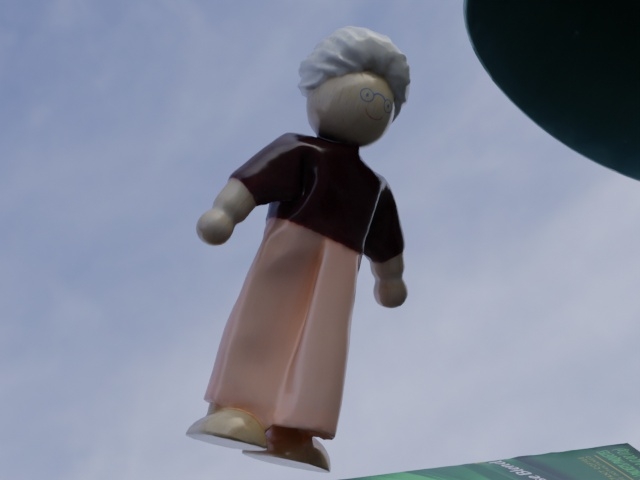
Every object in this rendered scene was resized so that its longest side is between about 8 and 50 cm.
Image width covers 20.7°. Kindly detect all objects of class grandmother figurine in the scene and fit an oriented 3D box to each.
[{"bbox_3d":[0.000,0.000,1.347,0.208,0.104,0.342,28,-109,-49],"label":"grandmother figurine"}]

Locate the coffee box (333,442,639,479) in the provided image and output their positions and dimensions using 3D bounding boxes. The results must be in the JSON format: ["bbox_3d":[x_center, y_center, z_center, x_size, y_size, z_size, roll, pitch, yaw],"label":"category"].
[{"bbox_3d":[0.052,0.112,0.579,0.184,0.113,0.040,-4,-73,-22],"label":"coffee box"}]

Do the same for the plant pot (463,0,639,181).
[{"bbox_3d":[0.299,-0.220,1.434,0.235,0.293,0.293,-58,-32,-22],"label":"plant pot"}]
